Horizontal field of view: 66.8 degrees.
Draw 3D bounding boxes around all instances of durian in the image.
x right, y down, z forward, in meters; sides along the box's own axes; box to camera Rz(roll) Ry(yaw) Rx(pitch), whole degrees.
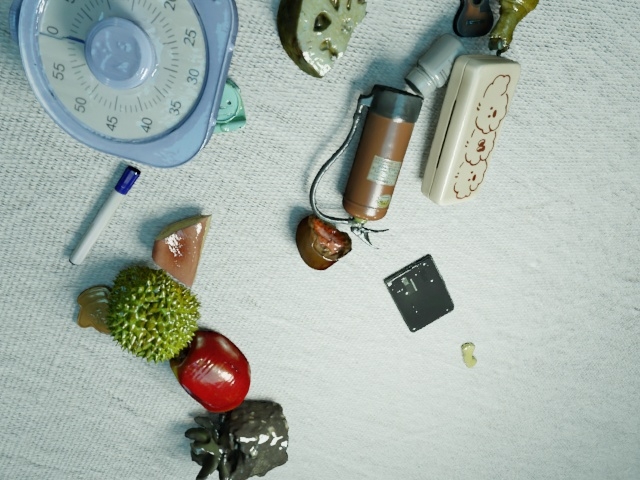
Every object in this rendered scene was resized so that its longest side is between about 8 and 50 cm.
[{"bbox_3d":[-0.393,0.181,1.142,0.200,0.176,0.237,-14,131,16],"label":"durian"}]

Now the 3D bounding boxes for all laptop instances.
[{"bbox_3d":[0.284,0.153,1.365,0.154,0.026,0.207,-29,118,2],"label":"laptop"}]

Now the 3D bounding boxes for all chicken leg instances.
[{"bbox_3d":[0.407,-0.509,1.030,0.103,0.088,0.228,27,93,-40],"label":"chicken leg"}]

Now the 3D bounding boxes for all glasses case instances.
[{"bbox_3d":[0.339,-0.246,1.116,0.144,0.076,0.336,-12,128,-27],"label":"glasses case"}]

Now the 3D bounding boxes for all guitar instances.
[{"bbox_3d":[0.334,-0.558,1.039,0.088,0.025,0.233,-9,116,-10],"label":"guitar"}]

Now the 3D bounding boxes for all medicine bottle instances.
[{"bbox_3d":[0.255,-0.382,1.072,0.130,0.080,0.080,-44,117,10],"label":"medicine bottle"}]

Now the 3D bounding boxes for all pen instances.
[{"bbox_3d":[-0.483,-0.052,1.082,0.033,0.033,0.269,32,105,-24],"label":"pen"}]

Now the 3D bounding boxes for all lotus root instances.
[{"bbox_3d":[0.000,-0.450,0.957,0.138,0.119,0.235,18,111,-26],"label":"lotus root"}]

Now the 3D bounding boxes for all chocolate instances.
[{"bbox_3d":[0.000,0.000,1.177,0.127,0.124,0.133,-34,87,8],"label":"chocolate"}]

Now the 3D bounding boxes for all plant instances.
[{"bbox_3d":[-0.231,0.553,1.345,0.276,0.199,0.188,-7,114,-16],"label":"plant"}]

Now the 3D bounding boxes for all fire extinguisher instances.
[{"bbox_3d":[0.098,-0.170,1.134,0.200,0.113,0.376,18,111,11],"label":"fire extinguisher"}]

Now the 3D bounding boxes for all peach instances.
[{"bbox_3d":[-0.261,0.354,1.259,0.158,0.154,0.267,-30,117,0],"label":"peach"}]

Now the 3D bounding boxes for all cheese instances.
[{"bbox_3d":[0.462,0.354,1.501,0.044,0.030,0.083,-19,112,3],"label":"cheese"}]

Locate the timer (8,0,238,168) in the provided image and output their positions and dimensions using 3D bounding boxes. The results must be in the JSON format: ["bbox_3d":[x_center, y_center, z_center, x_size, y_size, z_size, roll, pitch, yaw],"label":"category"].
[{"bbox_3d":[-0.355,-0.338,0.875,0.395,0.173,0.395,-2,113,-4],"label":"timer"}]

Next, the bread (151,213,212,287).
[{"bbox_3d":[-0.328,0.015,1.129,0.119,0.067,0.192,10,113,-26],"label":"bread"}]

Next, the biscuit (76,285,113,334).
[{"bbox_3d":[-0.538,0.179,1.183,0.118,0.023,0.140,-29,119,0],"label":"biscuit"}]

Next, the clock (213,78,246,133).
[{"bbox_3d":[-0.214,-0.297,1.023,0.101,0.041,0.135,-11,117,-8],"label":"clock"}]
